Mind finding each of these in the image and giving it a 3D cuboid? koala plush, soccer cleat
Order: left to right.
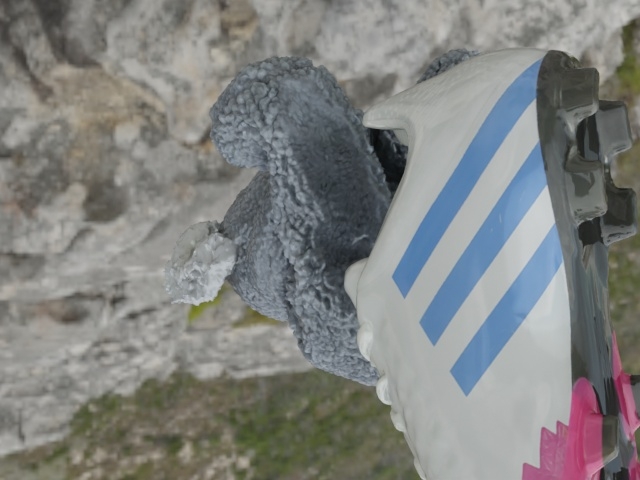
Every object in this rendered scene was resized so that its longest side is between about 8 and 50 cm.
[{"bbox_3d":[0.000,0.000,0.696,0.196,0.203,0.221,-7,176,-31],"label":"koala plush"},{"bbox_3d":[0.080,0.069,0.506,0.143,0.331,0.116,-8,161,31],"label":"soccer cleat"}]
